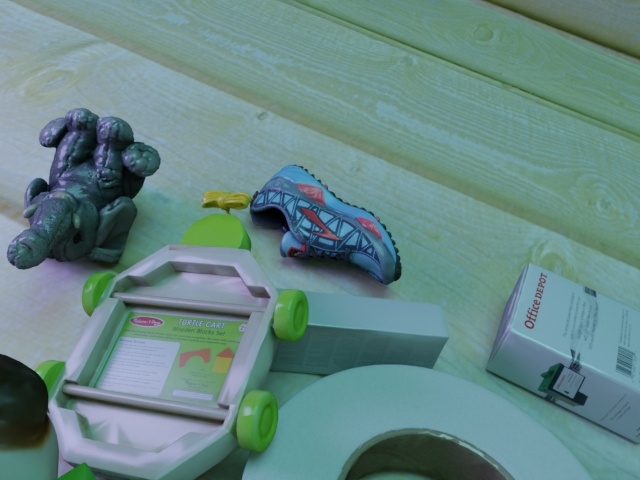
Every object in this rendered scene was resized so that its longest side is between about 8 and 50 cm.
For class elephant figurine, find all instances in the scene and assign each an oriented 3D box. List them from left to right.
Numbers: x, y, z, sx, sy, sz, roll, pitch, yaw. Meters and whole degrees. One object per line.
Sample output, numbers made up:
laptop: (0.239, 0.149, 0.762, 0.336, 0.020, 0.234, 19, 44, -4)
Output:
elephant figurine: (-0.325, -0.039, 0.826, 0.169, 0.186, 0.239, -2, 61, 32)

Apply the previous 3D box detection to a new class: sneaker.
sneaker: (0.000, 0.000, 0.936, 0.262, 0.104, 0.125, 36, 62, 27)

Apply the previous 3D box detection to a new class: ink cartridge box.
ink cartridge box: (0.357, 0.147, 0.864, 0.219, 0.092, 0.160, 25, 42, 11)

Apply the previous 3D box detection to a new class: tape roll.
tape roll: (0.109, 0.289, 0.612, 0.392, 0.072, 0.392, 10, 36, -7)

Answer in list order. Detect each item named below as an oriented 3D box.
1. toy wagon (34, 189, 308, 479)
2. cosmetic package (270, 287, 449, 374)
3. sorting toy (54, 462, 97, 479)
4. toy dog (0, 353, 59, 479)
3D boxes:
toy wagon: (-0.147, 0.091, 0.697, 0.267, 0.068, 0.344, 4, 52, 20)
cosmetic package: (0.029, 0.119, 0.792, 0.239, 0.099, 0.060, 7, 39, -10)
sorting toy: (-0.109, 0.307, 0.442, 0.047, 0.196, 0.347, -31, 97, -1)
toy dog: (-0.412, 0.200, 0.467, 0.408, 0.284, 0.395, 9, 16, -12)
